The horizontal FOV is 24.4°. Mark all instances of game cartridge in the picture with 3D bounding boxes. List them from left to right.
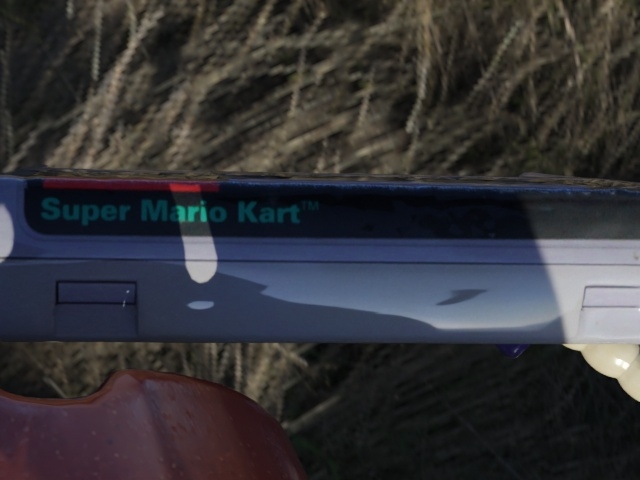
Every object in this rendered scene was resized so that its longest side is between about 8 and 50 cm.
[{"bbox_3d":[0.000,0.000,0.582,0.355,0.230,0.068,1,90,-8],"label":"game cartridge"}]

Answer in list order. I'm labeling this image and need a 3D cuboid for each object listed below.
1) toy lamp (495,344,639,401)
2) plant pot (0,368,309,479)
[{"bbox_3d":[0.188,0.080,0.823,0.275,0.080,0.080,36,72,6],"label":"toy lamp"},{"bbox_3d":[-0.056,0.190,0.340,0.272,0.272,0.265,-24,62,1],"label":"plant pot"}]
